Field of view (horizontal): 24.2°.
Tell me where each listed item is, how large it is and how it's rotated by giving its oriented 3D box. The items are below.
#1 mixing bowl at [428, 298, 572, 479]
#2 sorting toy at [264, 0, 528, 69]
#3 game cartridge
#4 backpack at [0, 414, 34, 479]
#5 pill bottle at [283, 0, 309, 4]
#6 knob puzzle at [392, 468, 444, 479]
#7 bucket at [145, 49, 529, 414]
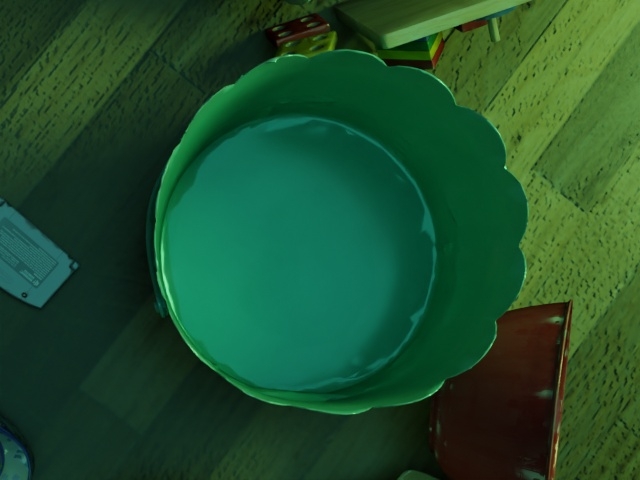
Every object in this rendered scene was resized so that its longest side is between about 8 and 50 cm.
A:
[{"bbox_3d":[0.139,0.131,1.171,0.098,0.181,0.181,5,83,11],"label":"mixing bowl"},{"bbox_3d":[0.086,-0.174,1.202,0.274,0.132,0.046,-20,113,-10],"label":"sorting toy"},{"bbox_3d":[-0.238,0.013,1.173,0.083,0.017,0.056,42,75,-5],"label":"game cartridge"},{"bbox_3d":[-0.275,0.169,1.116,0.114,0.084,0.105,39,81,-8],"label":"backpack"},{"bbox_3d":[0.038,-0.336,1.182,0.169,0.169,0.301,42,78,-5],"label":"pill bottle"},{"bbox_3d":[0.082,0.277,1.188,0.213,0.030,0.213,0,88,7],"label":"knob puzzle"},{"bbox_3d":[0.000,0.000,1.136,0.281,0.183,0.281,1,84,-12],"label":"bucket"}]
